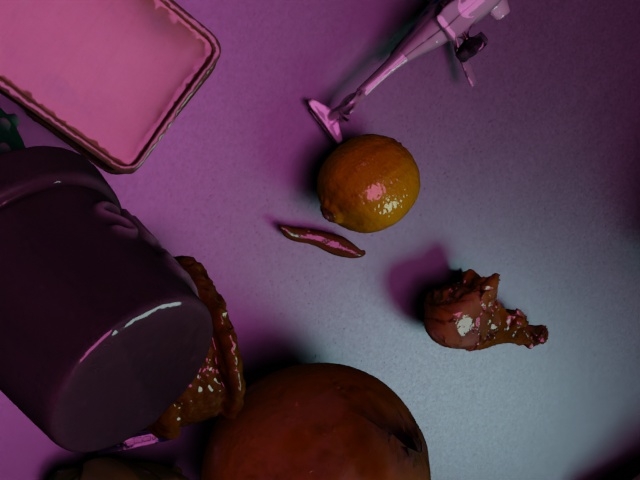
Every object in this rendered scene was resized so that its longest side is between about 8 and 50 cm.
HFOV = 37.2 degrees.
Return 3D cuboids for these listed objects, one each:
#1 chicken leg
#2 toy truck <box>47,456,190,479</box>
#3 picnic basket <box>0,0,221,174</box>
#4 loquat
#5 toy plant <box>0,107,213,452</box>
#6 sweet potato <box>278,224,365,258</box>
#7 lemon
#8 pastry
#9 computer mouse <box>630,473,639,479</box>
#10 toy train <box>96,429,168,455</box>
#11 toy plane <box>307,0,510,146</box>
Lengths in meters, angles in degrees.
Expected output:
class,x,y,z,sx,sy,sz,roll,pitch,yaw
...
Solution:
class,x,y,z,sx,sy,sz,roll,pitch,yaw
chicken leg,0.214,0.095,1.202,0.207,0.085,0.101,15,85,-36
toy truck,-0.201,0.322,1.034,0.210,0.148,0.187,-13,106,-43
picnic basket,-0.243,-0.194,0.878,0.266,0.139,0.165,36,86,-28
loquat,-0.004,0.269,1.059,0.263,0.263,0.263,-6,105,-24
toy plant,-0.261,-0.010,0.798,0.185,0.400,0.279,-56,151,14
sweet potato,0.000,0.000,1.105,0.115,0.026,0.026,16,96,-22
lemon,0.052,-0.062,1.067,0.133,0.109,0.109,-40,116,-21
pastry,-0.153,0.108,0.968,0.103,0.188,0.189,-17,110,-22
computer mouse,0.512,0.399,1.398,0.388,0.115,0.200,-14,119,-10
toy train,-0.210,0.223,1.066,0.083,0.017,0.017,-7,99,-23
toy plane,0.105,-0.229,1.054,0.273,0.107,0.182,-27,107,-12
